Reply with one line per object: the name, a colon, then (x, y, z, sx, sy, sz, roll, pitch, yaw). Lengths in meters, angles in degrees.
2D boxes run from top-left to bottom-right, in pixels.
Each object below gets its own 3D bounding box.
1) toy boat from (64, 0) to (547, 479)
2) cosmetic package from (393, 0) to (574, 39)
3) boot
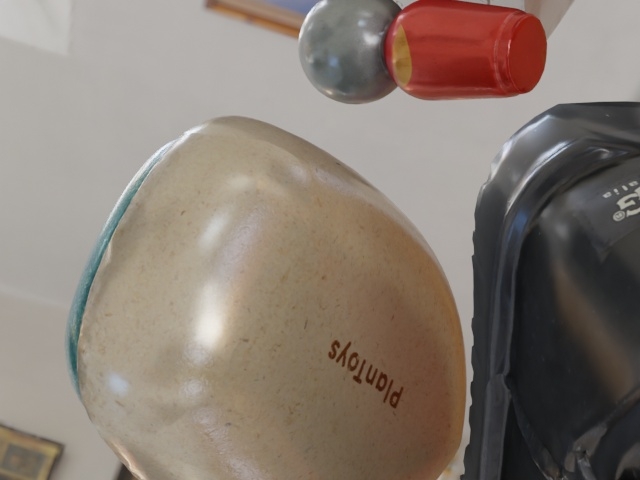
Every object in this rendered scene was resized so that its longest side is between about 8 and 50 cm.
toy boat: (0.000, 0.000, 0.637, 0.267, 0.148, 0.318, 48, -119, -45)
cosmetic package: (0.118, -0.382, 0.983, 0.327, 0.329, 0.394, -56, -10, -1)
boot: (0.165, 0.207, 0.379, 0.445, 0.146, 0.367, -110, 4, -56)
